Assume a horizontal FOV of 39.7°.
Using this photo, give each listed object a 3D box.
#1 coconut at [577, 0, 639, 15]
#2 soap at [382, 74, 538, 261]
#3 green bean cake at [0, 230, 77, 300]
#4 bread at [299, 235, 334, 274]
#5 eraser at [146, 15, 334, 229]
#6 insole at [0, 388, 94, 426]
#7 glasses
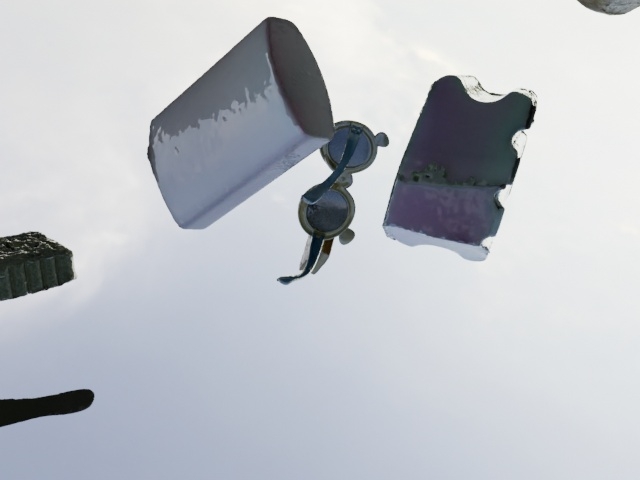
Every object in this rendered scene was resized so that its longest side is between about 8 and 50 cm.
[{"bbox_3d":[0.470,-0.446,1.354,0.194,0.194,0.194,16,-146,-11],"label":"coconut"},{"bbox_3d":[0.218,-0.111,1.329,0.156,0.261,0.446,18,-165,10],"label":"soap"},{"bbox_3d":[-0.599,0.050,1.761,0.183,0.094,0.185,-13,-158,-38],"label":"green bean cake"},{"bbox_3d":[0.000,0.000,1.494,0.035,0.090,0.094,21,-121,-9],"label":"bread"},{"bbox_3d":[-0.112,-0.146,1.162,0.095,0.270,0.174,-3,-112,-46],"label":"eraser"},{"bbox_3d":[-0.498,0.281,1.459,0.253,0.005,0.086,-8,-153,-3],"label":"insole"},{"bbox_3d":[-0.010,-0.052,1.157,0.088,0.189,0.220,28,-150,15],"label":"glasses"}]
